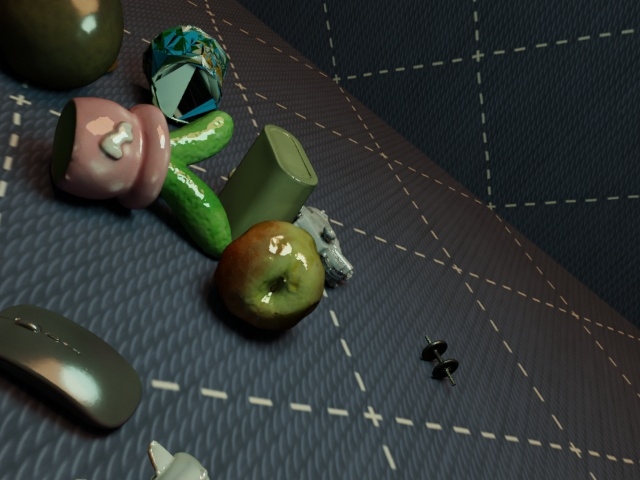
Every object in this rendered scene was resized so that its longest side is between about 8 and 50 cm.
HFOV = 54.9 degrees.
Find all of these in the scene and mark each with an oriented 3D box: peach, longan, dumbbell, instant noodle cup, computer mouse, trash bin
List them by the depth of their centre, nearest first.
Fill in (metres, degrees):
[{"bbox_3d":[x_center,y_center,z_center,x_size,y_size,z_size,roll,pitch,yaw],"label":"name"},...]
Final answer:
[{"bbox_3d":[-0.349,0.167,0.847,0.232,0.057,0.120,36,25,-4],"label":"computer mouse"},{"bbox_3d":[-0.090,0.064,1.210,0.214,0.214,0.235,34,14,-7],"label":"peach"},{"bbox_3d":[-0.128,-0.099,1.367,0.121,0.247,0.243,18,33,-33],"label":"trash bin"},{"bbox_3d":[-0.603,-0.497,1.416,0.288,0.288,0.350,12,24,-43],"label":"longan"},{"bbox_3d":[0.283,0.282,1.461,0.069,0.069,0.147,16,33,-38],"label":"dumbbell"},{"bbox_3d":[-0.363,-0.434,1.660,0.240,0.240,0.178,22,31,-30],"label":"instant noodle cup"}]

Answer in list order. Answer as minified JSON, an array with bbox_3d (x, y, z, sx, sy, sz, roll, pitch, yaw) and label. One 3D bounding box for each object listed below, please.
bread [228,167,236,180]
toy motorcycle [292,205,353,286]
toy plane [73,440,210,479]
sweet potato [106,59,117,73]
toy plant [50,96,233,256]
[{"bbox_3d":[-0.200,-0.148,1.606,0.083,0.035,0.070,33,27,-17],"label":"bread"},{"bbox_3d":[0.000,0.000,1.542,0.260,0.110,0.171,56,18,24],"label":"toy motorcycle"},{"bbox_3d":[-0.184,0.346,0.701,0.244,0.117,0.244,46,23,-27],"label":"toy plane"},{"bbox_3d":[-0.578,-0.465,1.638,0.049,0.049,0.117,34,29,-6],"label":"sweet potato"},{"bbox_3d":[-0.342,-0.137,1.232,0.356,0.211,0.317,11,75,-44],"label":"toy plant"}]
